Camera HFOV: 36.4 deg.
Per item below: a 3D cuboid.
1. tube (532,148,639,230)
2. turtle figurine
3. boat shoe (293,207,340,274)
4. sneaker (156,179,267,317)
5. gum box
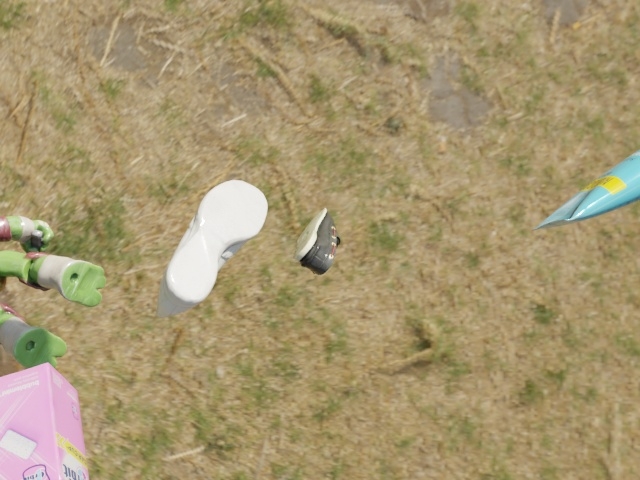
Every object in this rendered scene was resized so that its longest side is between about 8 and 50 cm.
[{"bbox_3d":[0.291,-0.059,0.876,0.207,0.080,0.052,-28,84,-9],"label":"tube"},{"bbox_3d":[-0.376,0.071,1.186,0.197,0.266,0.275,-34,131,-40],"label":"turtle figurine"},{"bbox_3d":[-0.001,0.001,1.149,0.042,0.133,0.049,37,111,-10],"label":"boat shoe"},{"bbox_3d":[-0.143,0.010,1.202,0.080,0.094,0.212,39,49,-6],"label":"sneaker"},{"bbox_3d":[-0.277,0.178,0.739,0.188,0.062,0.107,-18,57,1],"label":"gum box"}]
